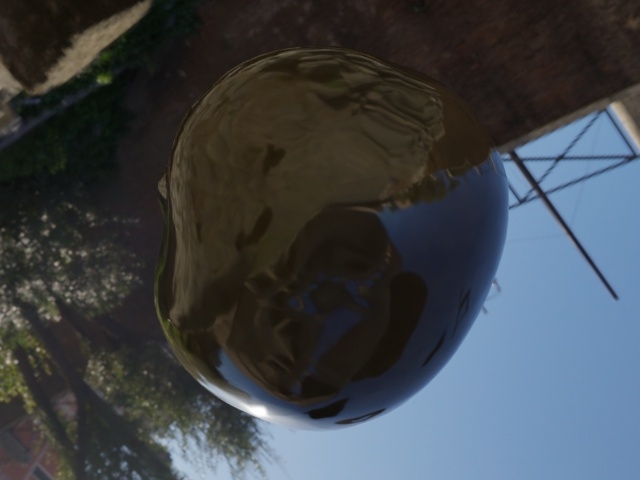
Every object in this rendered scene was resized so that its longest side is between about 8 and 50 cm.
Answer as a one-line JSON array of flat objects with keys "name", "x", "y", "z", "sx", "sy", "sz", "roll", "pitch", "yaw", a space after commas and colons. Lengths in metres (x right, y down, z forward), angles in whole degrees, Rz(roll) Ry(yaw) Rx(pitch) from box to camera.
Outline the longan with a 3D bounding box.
[{"name": "longan", "x": 0.000, "y": 0.000, "z": 0.735, "sx": 0.361, "sy": 0.361, "sz": 0.361, "roll": -36, "pitch": -167, "yaw": 10}]
